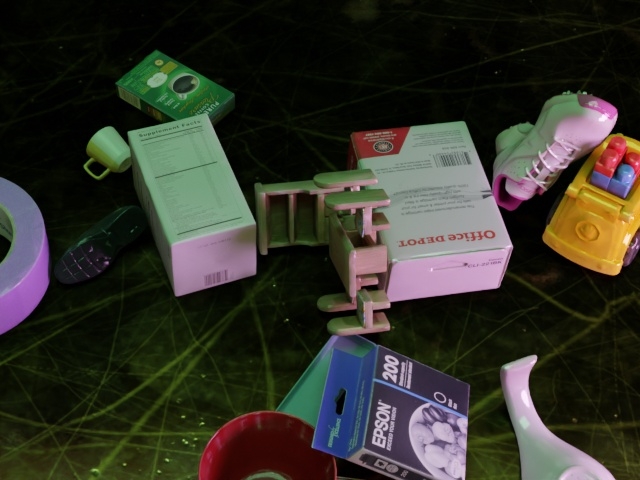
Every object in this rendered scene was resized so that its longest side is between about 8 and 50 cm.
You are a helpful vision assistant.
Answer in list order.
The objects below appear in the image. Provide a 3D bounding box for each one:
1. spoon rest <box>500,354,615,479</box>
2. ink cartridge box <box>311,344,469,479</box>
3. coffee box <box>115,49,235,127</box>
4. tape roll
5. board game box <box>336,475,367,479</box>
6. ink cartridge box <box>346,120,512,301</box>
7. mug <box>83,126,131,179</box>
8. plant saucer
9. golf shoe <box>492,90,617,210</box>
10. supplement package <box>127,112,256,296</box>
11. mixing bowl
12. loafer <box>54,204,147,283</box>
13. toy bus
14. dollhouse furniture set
[{"bbox_3d":[0.326,0.301,1.671,0.137,0.084,0.276,-16,67,-14],"label":"spoon rest"},{"bbox_3d":[0.103,0.239,1.650,0.208,0.045,0.206,22,37,-7],"label":"ink cartridge box"},{"bbox_3d":[-0.253,-0.252,2.088,0.184,0.040,0.113,30,56,20],"label":"coffee box"},{"bbox_3d":[-0.553,0.025,1.821,0.275,0.090,0.274,2,52,-2],"label":"tape roll"},{"bbox_3d":[0.086,0.395,1.589,0.170,0.048,0.141,8,50,3],"label":"board game box"},{"bbox_3d":[0.166,-0.048,1.902,0.197,0.114,0.272,-7,51,-10],"label":"ink cartridge box"},{"bbox_3d":[-0.348,-0.140,1.993,0.064,0.078,0.062,41,27,16],"label":"mug"},{"bbox_3d":[0.007,0.209,1.752,0.067,0.018,0.192,27,54,17],"label":"plant saucer"},{"bbox_3d":[0.363,-0.134,1.887,0.115,0.306,0.140,24,70,-10],"label":"golf shoe"},{"bbox_3d":[-0.202,-0.059,1.877,0.139,0.133,0.244,-15,54,-14],"label":"supplement package"},{"bbox_3d":[-0.071,0.330,1.598,0.182,0.098,0.181,1,51,-1],"label":"mixing bowl"},{"bbox_3d":[-0.349,0.007,1.876,0.170,0.062,0.061,-38,23,-21],"label":"loafer"},{"bbox_3d":[0.467,-0.092,1.896,0.149,0.211,0.220,27,53,19],"label":"toy bus"},{"bbox_3d":[0.000,0.000,1.802,0.161,0.212,0.242,-6,26,-10],"label":"dollhouse furniture set"}]
